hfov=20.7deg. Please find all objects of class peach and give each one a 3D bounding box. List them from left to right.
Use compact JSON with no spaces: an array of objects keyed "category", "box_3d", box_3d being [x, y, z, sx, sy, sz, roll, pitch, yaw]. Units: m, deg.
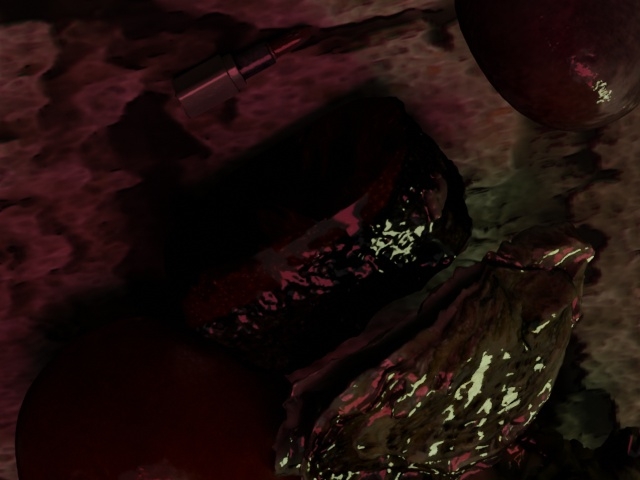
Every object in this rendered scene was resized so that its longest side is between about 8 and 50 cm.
[{"category":"peach","box_3d":[-0.121,0.169,1.379,0.243,0.199,0.243,-11,126,-15]}]

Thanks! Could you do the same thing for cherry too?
[{"category":"cherry","box_3d":[0.167,-0.152,1.194,0.140,0.176,0.176,-17,137,37]}]

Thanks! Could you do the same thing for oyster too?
[{"category":"oyster","box_3d":[0.086,0.101,1.326,0.267,0.112,0.198,-23,138,-21]}]

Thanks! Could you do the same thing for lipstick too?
[{"category":"lipstick","box_3d":[-0.055,-0.126,1.259,0.107,0.025,0.025,-29,130,4]}]

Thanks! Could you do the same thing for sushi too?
[{"category":"sushi","box_3d":[0.000,0.000,1.303,0.225,0.136,0.126,-31,128,14]}]

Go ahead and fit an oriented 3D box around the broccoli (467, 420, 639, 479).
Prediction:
[{"category":"broccoli","box_3d":[0.167,0.293,1.464,0.272,0.334,0.324,0,145,23]}]
